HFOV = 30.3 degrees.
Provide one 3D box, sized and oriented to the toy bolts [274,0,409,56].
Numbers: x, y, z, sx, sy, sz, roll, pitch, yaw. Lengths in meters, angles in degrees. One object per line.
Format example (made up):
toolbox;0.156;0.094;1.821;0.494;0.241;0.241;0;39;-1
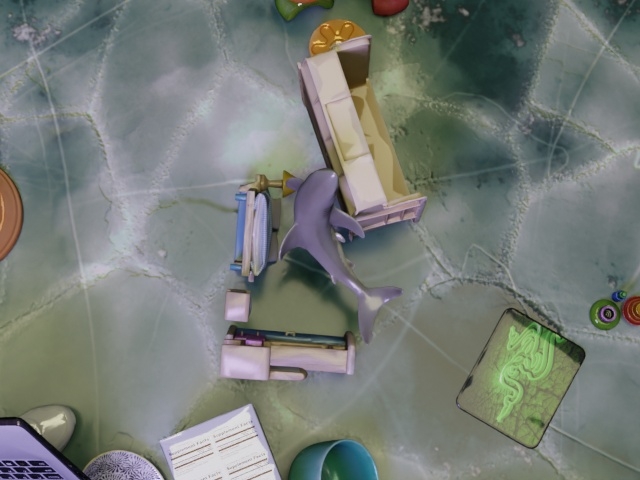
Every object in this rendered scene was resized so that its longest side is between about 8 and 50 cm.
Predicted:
toy bolts;0.054;-0.404;1.924;0.228;0.158;0.218;-21;75;-7

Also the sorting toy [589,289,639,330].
sorting toy;0.493;0.112;1.930;0.101;0.042;0.061;-8;81;-4

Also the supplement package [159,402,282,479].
supplement package;-0.134;0.368;1.780;0.149;0.194;0.203;-21;82;-7

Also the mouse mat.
mouse mat;0.327;0.223;1.923;0.152;0.007;0.190;30;80;2

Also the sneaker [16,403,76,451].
sneaker;-0.485;0.323;1.810;0.232;0.115;0.090;-28;83;-7

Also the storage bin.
storage bin;0.063;-0.153;1.845;0.123;0.260;0.262;-18;82;-2

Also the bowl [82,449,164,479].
bowl;-0.319;0.413;1.808;0.170;0.080;0.170;22;54;-33

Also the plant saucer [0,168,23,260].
plant saucer;-0.583;-0.042;1.906;0.199;0.037;0.200;0;81;-3

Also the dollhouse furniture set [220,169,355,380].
dollhouse furniture set;-0.038;0.044;1.792;0.198;0.286;0.304;4;92;-2

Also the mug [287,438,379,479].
mug;0.016;0.388;1.821;0.129;0.097;0.158;-10;85;-46

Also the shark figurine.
shark figurine;-0.003;0.016;1.736;0.116;0.166;0.278;-42;124;-27

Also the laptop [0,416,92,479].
laptop;-0.518;0.438;1.656;0.381;0.408;0.236;-4;56;16
